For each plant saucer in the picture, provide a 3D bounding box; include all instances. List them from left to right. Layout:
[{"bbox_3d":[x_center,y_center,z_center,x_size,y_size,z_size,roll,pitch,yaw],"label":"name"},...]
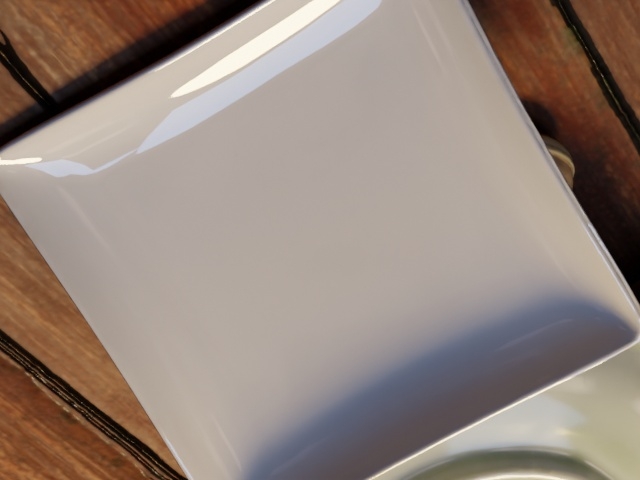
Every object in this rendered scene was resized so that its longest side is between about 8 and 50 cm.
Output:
[{"bbox_3d":[0.130,0.212,1.424,0.400,0.100,0.400,-5,136,-5],"label":"plant saucer"}]

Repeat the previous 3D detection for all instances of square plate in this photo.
[{"bbox_3d":[0.000,0.000,1.253,0.347,0.049,0.344,-29,104,10],"label":"square plate"}]

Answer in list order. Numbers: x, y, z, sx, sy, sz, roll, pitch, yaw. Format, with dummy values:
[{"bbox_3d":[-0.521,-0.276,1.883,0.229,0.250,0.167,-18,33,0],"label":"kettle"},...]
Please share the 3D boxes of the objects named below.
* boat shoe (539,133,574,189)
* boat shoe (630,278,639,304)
[{"bbox_3d":[0.073,0.050,1.406,0.341,0.110,0.121,-41,136,23],"label":"boat shoe"},{"bbox_3d":[0.284,0.075,1.554,0.207,0.073,0.073,-39,135,21],"label":"boat shoe"}]
